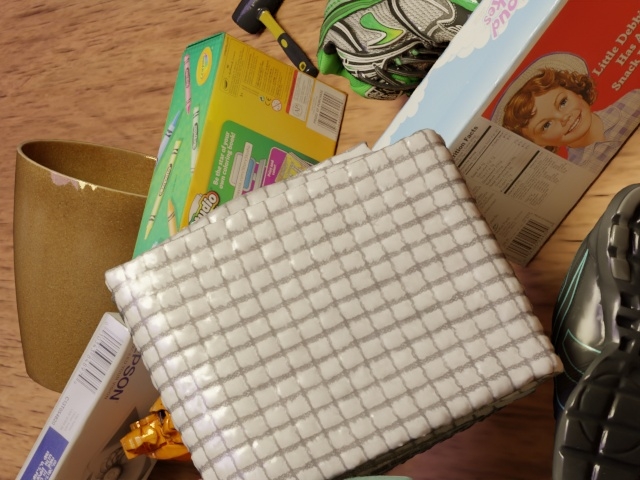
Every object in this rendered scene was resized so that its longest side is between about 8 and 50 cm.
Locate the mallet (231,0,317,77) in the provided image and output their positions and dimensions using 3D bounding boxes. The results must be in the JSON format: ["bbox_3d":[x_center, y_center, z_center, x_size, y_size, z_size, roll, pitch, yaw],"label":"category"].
[{"bbox_3d":[-0.041,-0.241,1.880,0.062,0.039,0.190,-57,38,10],"label":"mallet"}]

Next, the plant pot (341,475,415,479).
[{"bbox_3d":[0.073,0.357,1.105,0.341,0.341,0.334,-17,48,50],"label":"plant pot"}]

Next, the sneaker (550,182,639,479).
[{"bbox_3d":[0.224,0.093,1.258,0.106,0.101,0.267,149,138,-71],"label":"sneaker"}]

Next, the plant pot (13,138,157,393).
[{"bbox_3d":[-0.248,0.039,1.850,0.237,0.237,0.254,34,112,57],"label":"plant pot"}]

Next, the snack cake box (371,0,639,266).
[{"bbox_3d":[0.179,-0.121,1.376,0.264,0.152,0.089,-53,35,20],"label":"snack cake box"}]

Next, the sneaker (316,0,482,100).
[{"bbox_3d":[0.104,-0.196,1.576,0.343,0.134,0.146,20,94,66],"label":"sneaker"}]

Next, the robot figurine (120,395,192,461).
[{"bbox_3d":[-0.069,0.202,1.535,0.291,0.085,0.211,-29,84,52],"label":"robot figurine"}]

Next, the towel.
[{"bbox_3d":[0.010,0.069,1.263,0.284,0.121,0.235,-26,71,-7],"label":"towel"}]

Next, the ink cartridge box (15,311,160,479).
[{"bbox_3d":[-0.189,0.182,1.692,0.045,0.224,0.223,35,102,28],"label":"ink cartridge box"}]

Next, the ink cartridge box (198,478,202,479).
[{"bbox_3d":[-0.013,0.339,1.325,0.114,0.197,0.273,-23,52,49],"label":"ink cartridge box"}]

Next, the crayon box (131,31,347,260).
[{"bbox_3d":[-0.084,-0.052,1.697,0.081,0.165,0.278,-11,61,52],"label":"crayon box"}]
